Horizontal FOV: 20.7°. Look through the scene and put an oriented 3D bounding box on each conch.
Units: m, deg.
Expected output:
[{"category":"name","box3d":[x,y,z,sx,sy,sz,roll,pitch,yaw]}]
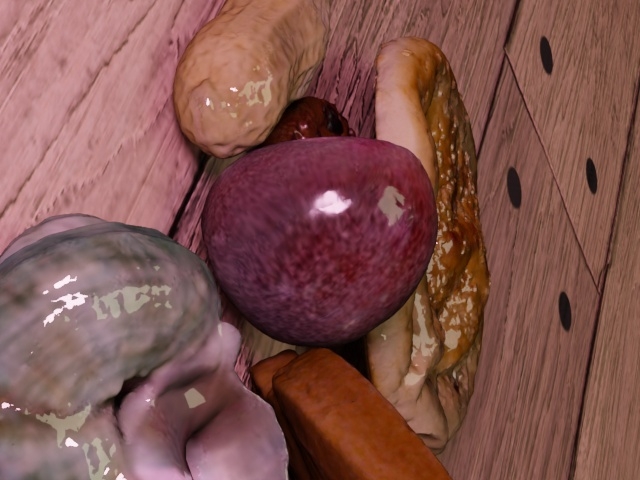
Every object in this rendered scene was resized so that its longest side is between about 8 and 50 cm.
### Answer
[{"category":"conch","box3d":[-0.123,0.090,1.015,0.220,0.195,0.277,1,45,-34]}]

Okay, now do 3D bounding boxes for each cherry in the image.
[{"category":"cherry","box3d":[0.004,0.002,1.289,0.140,0.176,0.176,-80,150,-42]}]

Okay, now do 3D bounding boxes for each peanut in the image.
[{"category":"peanut","box3d":[-0.052,-0.136,1.330,0.214,0.090,0.098,-56,164,-53]}]

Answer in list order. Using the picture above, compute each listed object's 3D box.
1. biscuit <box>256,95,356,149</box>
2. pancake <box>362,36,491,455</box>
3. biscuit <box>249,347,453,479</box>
[{"category":"biscuit","box3d":[-0.002,-0.026,1.451,0.192,0.049,0.192,-3,90,-64]},{"category":"pancake","box3d":[0.096,0.004,1.568,0.387,0.082,0.386,-3,90,-74]},{"category":"biscuit","box3d":[0.046,0.220,1.265,0.350,0.070,0.394,48,-13,31]}]
